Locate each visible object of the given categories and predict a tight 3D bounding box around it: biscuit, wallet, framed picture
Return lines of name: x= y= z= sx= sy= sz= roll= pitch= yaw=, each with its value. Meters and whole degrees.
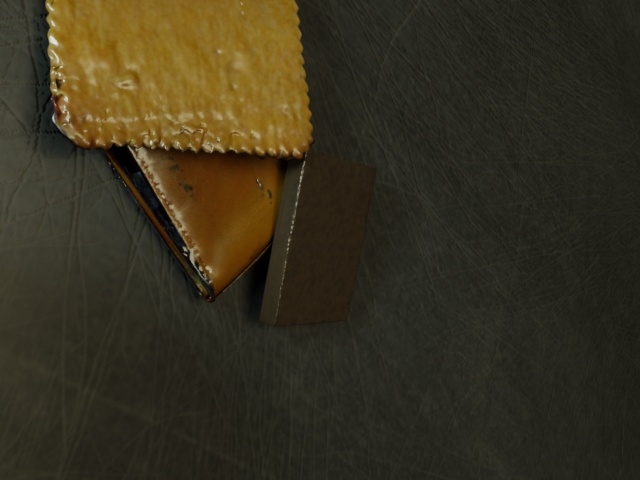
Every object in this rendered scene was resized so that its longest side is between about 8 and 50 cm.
biscuit: x=-0.114 y=-0.186 z=0.585 sx=0.232 sy=0.013 sz=0.236 roll=-1 pitch=79 yaw=-33
wallet: x=-0.098 y=-0.068 z=0.627 sx=0.161 sy=0.042 sz=0.195 roll=-44 pitch=119 yaw=-32
framed picture: x=0.000 y=0.000 z=0.694 sx=0.128 sy=0.023 sz=0.168 roll=5 pitch=97 yaw=-54
